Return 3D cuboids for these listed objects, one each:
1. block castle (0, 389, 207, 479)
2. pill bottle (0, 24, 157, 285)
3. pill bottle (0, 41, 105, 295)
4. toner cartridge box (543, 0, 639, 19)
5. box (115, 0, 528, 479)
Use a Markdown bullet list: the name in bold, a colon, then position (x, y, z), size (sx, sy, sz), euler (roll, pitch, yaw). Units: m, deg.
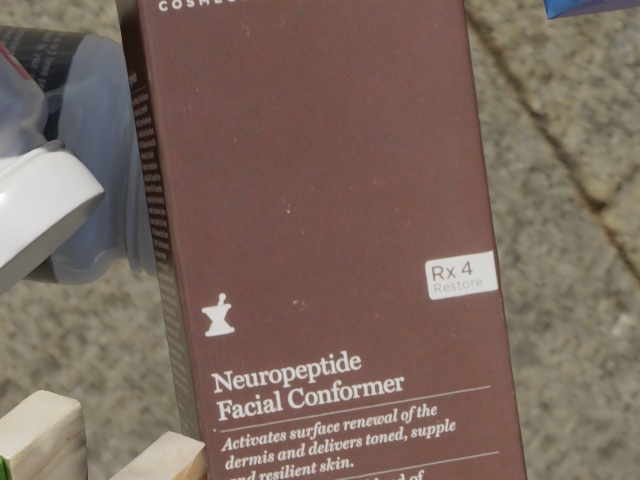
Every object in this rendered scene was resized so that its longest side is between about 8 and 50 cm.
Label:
- **block castle**: position (-0.144, 0.247, 0.930), size (0.213, 0.453, 0.303), euler (-38, 134, -45)
- **pill bottle**: position (-0.258, -0.072, 1.562), size (0.361, 0.204, 0.204), euler (6, 109, 3)
- **pill bottle**: position (-0.285, -0.094, 1.307), size (0.160, 0.160, 0.283), euler (-41, 89, -10)
- **toner cartridge box**: position (0.230, -0.252, 1.125), size (0.075, 0.348, 0.165), euler (-12, 85, -26)
- **box**: position (0.000, 0.000, 1.160), size (0.191, 0.143, 0.381), euler (-9, 92, -10)
